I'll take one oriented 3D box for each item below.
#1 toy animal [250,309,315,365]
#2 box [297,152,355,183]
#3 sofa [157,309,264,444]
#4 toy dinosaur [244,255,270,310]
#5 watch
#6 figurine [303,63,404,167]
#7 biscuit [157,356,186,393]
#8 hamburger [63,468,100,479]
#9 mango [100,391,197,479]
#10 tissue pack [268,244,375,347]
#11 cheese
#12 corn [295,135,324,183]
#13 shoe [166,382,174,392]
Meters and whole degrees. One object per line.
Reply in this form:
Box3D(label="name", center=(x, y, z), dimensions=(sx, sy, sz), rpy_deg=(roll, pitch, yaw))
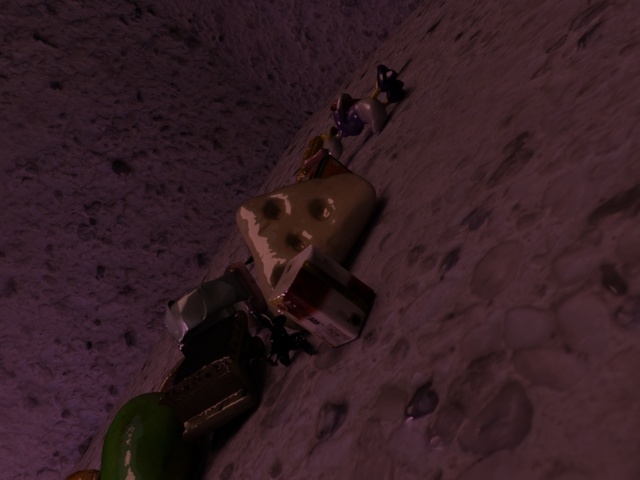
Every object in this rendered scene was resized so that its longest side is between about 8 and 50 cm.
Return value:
Box3D(label="toy animal", center=(-0.082, 0.202, 1.075), dimensions=(0.220, 0.062, 0.108), rpy_deg=(14, 94, 48))
Box3D(label="box", center=(-0.007, -0.100, 1.453), dimensions=(0.195, 0.148, 0.178), rpy_deg=(-40, 18, 41))
Box3D(label="sofa", center=(-0.217, 0.313, 1.201), dimensions=(0.200, 0.182, 0.258), rpy_deg=(-33, 18, 8))
Box3D(label="toy dinosaur", center=(-0.087, 0.078, 1.339), dimensions=(0.152, 0.177, 0.194), rpy_deg=(-43, -11, 32))
Box3D(label="watch", center=(-0.273, 0.183, 1.368), dimensions=(0.241, 0.162, 0.253), rpy_deg=(-30, -19, -21))
Box3D(label="figurine", center=(0.117, -0.390, 1.778), dimensions=(0.420, 0.154, 0.193), rpy_deg=(-38, 53, 23))
Box3D(label="biscuit", center=(-0.445, 0.450, 1.615), dimensions=(0.290, 0.038, 0.141), rpy_deg=(-61, -25, -28))
Box3D(label="hamburger", center=(-0.750, 0.824, 1.615), dimensions=(0.319, 0.158, 0.319), rpy_deg=(-47, 14, 15))
Box3D(label="mango", center=(-0.372, 0.471, 1.156), dimensions=(0.225, 0.201, 0.382), rpy_deg=(-45, 17, -2))
Box3D(label="tissue pack", center=(0.004, 0.099, 0.935), dimensions=(0.099, 0.148, 0.106), rpy_deg=(-36, 22, 51))
Box3D(label="cheese", center=(0.000, 0.000, 1.194), dimensions=(0.328, 0.130, 0.351), rpy_deg=(-25, 53, -2))
Box3D(label="corn", center=(-0.017, -0.287, 1.999), dimensions=(0.120, 0.120, 0.363), rpy_deg=(-43, 19, 36))
Box3D(label="shoe", center=(-0.393, 0.443, 1.522), dimensions=(0.137, 0.095, 0.245), rpy_deg=(-41, 14, 51))
